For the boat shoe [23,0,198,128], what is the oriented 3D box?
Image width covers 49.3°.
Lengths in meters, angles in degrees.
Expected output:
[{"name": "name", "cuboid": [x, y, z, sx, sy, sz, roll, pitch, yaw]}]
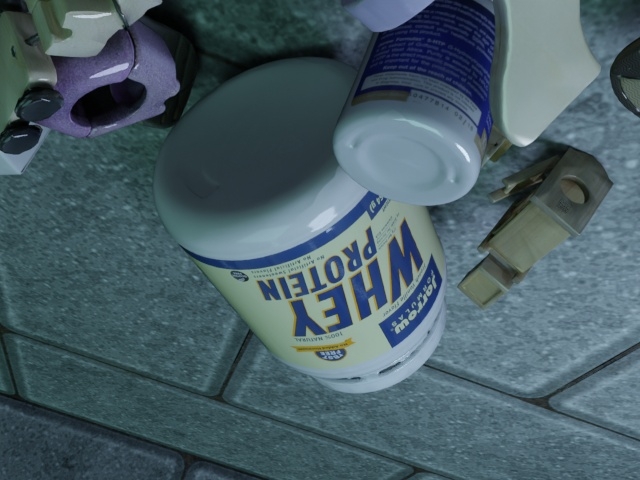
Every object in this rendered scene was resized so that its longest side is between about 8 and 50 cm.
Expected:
[{"name": "boat shoe", "cuboid": [-0.224, -0.183, 0.596, 0.116, 0.123, 0.324, 24, 175, 17]}]

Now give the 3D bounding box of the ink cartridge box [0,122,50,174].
[{"name": "ink cartridge box", "cuboid": [-0.472, -0.177, 0.783, 0.278, 0.117, 0.201, 1, 143, 21]}]

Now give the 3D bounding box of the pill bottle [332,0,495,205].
[{"name": "pill bottle", "cuboid": [0.088, -0.132, 0.544, 0.111, 0.187, 0.112, 17, 154, 8]}]

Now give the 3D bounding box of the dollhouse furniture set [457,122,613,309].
[{"name": "dollhouse furniture set", "cuboid": [0.185, -0.044, 0.758, 0.161, 0.101, 0.182, 42, 146, 6]}]

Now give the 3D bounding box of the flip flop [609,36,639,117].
[{"name": "flip flop", "cuboid": [0.347, -0.173, 0.496, 0.277, 0.080, 0.112, -33, 119, 31]}]

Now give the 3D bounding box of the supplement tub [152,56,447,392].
[{"name": "supplement tub", "cuboid": [0.000, 0.000, 0.737, 0.235, 0.236, 0.325, -2, 142, 25]}]

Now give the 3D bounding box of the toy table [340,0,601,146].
[{"name": "toy table", "cuboid": [0.158, -0.197, 0.401, 0.160, 0.252, 0.274, 35, 121, -22]}]

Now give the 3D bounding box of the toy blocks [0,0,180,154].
[{"name": "toy blocks", "cuboid": [-0.064, -0.253, 0.394, 0.260, 0.309, 0.288, -12, 162, -46]}]
